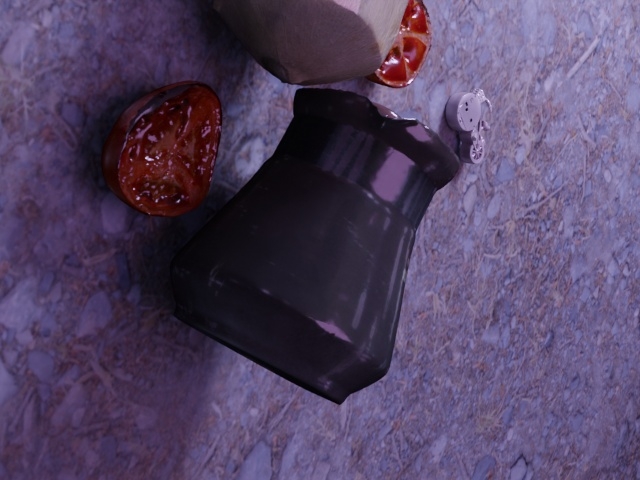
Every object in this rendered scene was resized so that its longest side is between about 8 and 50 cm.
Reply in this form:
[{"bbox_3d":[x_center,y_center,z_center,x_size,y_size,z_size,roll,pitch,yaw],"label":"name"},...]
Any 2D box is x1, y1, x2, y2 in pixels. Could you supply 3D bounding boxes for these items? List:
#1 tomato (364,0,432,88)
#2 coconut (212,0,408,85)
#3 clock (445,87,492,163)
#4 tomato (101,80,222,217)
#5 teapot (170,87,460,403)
[{"bbox_3d":[0.096,-0.302,1.732,0.155,0.069,0.155,-14,109,-45],"label":"tomato"},{"bbox_3d":[-0.012,-0.311,1.462,0.245,0.245,0.247,43,68,-48],"label":"coconut"},{"bbox_3d":[0.256,-0.195,1.984,0.087,0.041,0.129,-38,123,-34],"label":"clock"},{"bbox_3d":[-0.203,-0.116,1.406,0.174,0.082,0.166,-5,108,-55],"label":"tomato"},{"bbox_3d":[0.000,0.000,1.526,0.362,0.305,0.376,-61,-178,-9],"label":"teapot"}]
